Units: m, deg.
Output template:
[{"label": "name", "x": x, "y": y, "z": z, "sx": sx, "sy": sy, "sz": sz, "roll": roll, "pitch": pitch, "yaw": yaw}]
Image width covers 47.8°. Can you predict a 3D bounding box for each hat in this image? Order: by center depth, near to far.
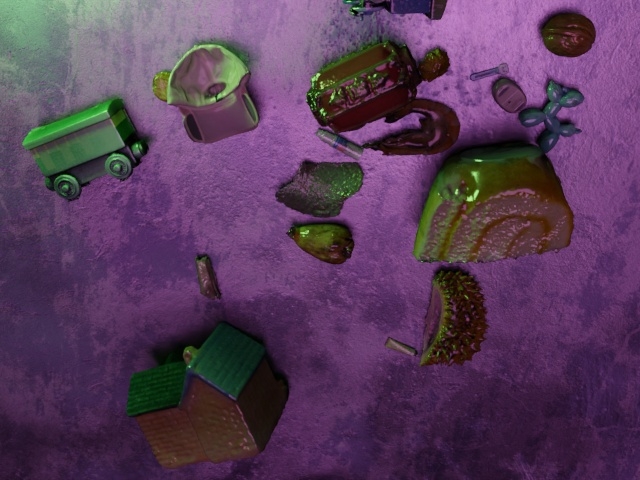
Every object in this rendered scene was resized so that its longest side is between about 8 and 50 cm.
[{"label": "hat", "x": -0.257, "y": -0.365, "z": 1.825, "sx": 0.219, "sy": 0.164, "sz": 0.226, "roll": -15, "pitch": 155, "yaw": 8}]

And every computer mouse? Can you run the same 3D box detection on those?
[{"label": "computer mouse", "x": 0.465, "y": -0.359, "z": 1.788, "sx": 0.096, "sy": 0.039, "sz": 0.066, "roll": 37, "pitch": 115, "yaw": -23}]

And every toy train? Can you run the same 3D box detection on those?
[{"label": "toy train", "x": 0.153, "y": -0.560, "z": 1.567, "sx": 0.201, "sy": 0.300, "sz": 0.131, "roll": -3, "pitch": 117, "yaw": -4}, {"label": "toy train", "x": -0.609, "y": -0.236, "z": 1.893, "sx": 0.300, "sy": 0.120, "sz": 0.202, "roll": -18, "pitch": 113, "yaw": 13}]

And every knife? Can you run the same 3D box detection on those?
[{"label": "knife", "x": 0.415, "y": -0.411, "z": 1.780, "sx": 0.096, "sy": 0.010, "sz": 0.027, "roll": -13, "pitch": 115, "yaw": 12}]

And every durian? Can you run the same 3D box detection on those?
[{"label": "durian", "x": 0.395, "y": 0.245, "z": 2.071, "sx": 0.191, "sy": 0.112, "sz": 0.342, "roll": 8, "pitch": 116, "yaw": 3}]

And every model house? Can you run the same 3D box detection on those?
[{"label": "model house", "x": -0.345, "y": 0.444, "z": 2.143, "sx": 0.381, "sy": 0.335, "sz": 0.343, "roll": -20, "pitch": 104, "yaw": 20}]

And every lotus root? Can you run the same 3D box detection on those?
[{"label": "lotus root", "x": 0.000, "y": 0.000, "z": 1.989, "sx": 0.190, "sy": 0.094, "sz": 0.108, "roll": 16, "pitch": 95, "yaw": 5}]

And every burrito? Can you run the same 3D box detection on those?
[{"label": "burrito", "x": -0.330, "y": 0.112, "z": 2.097, "sx": 0.055, "sy": 0.041, "sz": 0.149, "roll": -13, "pitch": 117, "yaw": -4}]

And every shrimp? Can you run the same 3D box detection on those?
[{"label": "shrimp", "x": 0.228, "y": -0.284, "z": 1.836, "sx": 0.254, "sy": 0.059, "sz": 0.145, "roll": 1, "pitch": 115, "yaw": 4}]

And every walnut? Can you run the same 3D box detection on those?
[{"label": "walnut", "x": 0.576, "y": -0.478, "z": 1.685, "sx": 0.124, "sy": 0.105, "sz": 0.105, "roll": 17, "pitch": 119, "yaw": 13}]

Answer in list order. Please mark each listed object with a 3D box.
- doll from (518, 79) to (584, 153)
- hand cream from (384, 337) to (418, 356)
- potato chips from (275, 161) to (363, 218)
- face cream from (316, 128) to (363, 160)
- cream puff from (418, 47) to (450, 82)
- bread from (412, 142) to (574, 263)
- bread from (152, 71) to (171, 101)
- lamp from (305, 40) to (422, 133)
[{"label": "doll", "x": 0.579, "y": -0.314, "z": 1.791, "sx": 0.158, "sy": 0.059, "sz": 0.159, "roll": -28, "pitch": 111, "yaw": 20}, {"label": "hand cream", "x": 0.245, "y": 0.325, "z": 2.178, "sx": 0.102, "sy": 0.022, "sz": 0.035, "roll": 23, "pitch": 118, "yaw": -1}, {"label": "potato chips", "x": 0.002, "y": -0.140, "z": 1.931, "sx": 0.167, "sy": 0.059, "sz": 0.228, "roll": 45, "pitch": 112, "yaw": -7}, {"label": "face cream", "x": 0.048, "y": -0.252, "z": 1.880, "sx": 0.130, "sy": 0.034, "sz": 0.034, "roll": 27, "pitch": 117, "yaw": -8}, {"label": "cream puff", "x": 0.278, "y": -0.421, "z": 1.754, "sx": 0.083, "sy": 0.058, "sz": 0.083, "roll": -19, "pitch": 125, "yaw": -9}, {"label": "bread", "x": 0.412, "y": -0.105, "z": 1.809, "sx": 0.394, "sy": 0.239, "sz": 0.264, "roll": -7, "pitch": 121, "yaw": 12}, {"label": "bread", "x": -0.388, "y": -0.389, "z": 1.836, "sx": 0.083, "sy": 0.046, "sz": 0.081, "roll": -19, "pitch": 109, "yaw": 16}, {"label": "lamp", "x": 0.103, "y": -0.368, "z": 1.736, "sx": 0.273, "sy": 0.177, "sz": 0.177, "roll": -21, "pitch": 114, "yaw": 15}]
